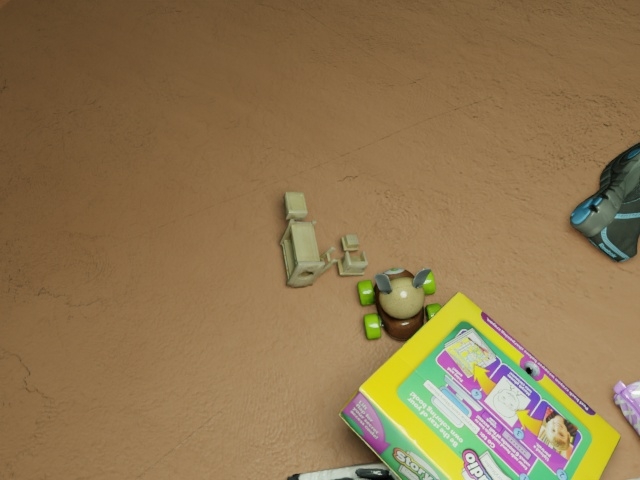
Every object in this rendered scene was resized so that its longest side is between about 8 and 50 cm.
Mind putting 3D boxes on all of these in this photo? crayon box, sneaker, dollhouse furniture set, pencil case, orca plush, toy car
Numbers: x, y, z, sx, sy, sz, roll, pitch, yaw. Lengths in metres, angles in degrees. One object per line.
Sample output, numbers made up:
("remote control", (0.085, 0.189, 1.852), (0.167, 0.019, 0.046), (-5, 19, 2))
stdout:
("crayon box", (0.265, 0.304, 1.027), (0.363, 0.106, 0.313), (43, 49, 15))
("sneaker", (0.660, -0.097, 1.316), (0.139, 0.125, 0.341), (47, 70, -2))
("dollhouse furniture set", (0.000, 0.000, 1.360), (0.161, 0.101, 0.182), (1, 57, -20))
("pencil case", (0.579, 0.332, 1.053), (0.088, 0.086, 0.206), (10, 34, -20))
("orca plush", (0.078, 0.435, 1.065), (0.287, 0.151, 0.102), (-11, 73, 4))
("toy car", (0.153, 0.096, 1.209), (0.155, 0.188, 0.149), (-10, 60, 1))

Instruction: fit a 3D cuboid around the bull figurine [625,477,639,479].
("bull figurine", (0.580, 0.515, 0.974), (0.310, 0.101, 0.188), (29, 72, 23))
